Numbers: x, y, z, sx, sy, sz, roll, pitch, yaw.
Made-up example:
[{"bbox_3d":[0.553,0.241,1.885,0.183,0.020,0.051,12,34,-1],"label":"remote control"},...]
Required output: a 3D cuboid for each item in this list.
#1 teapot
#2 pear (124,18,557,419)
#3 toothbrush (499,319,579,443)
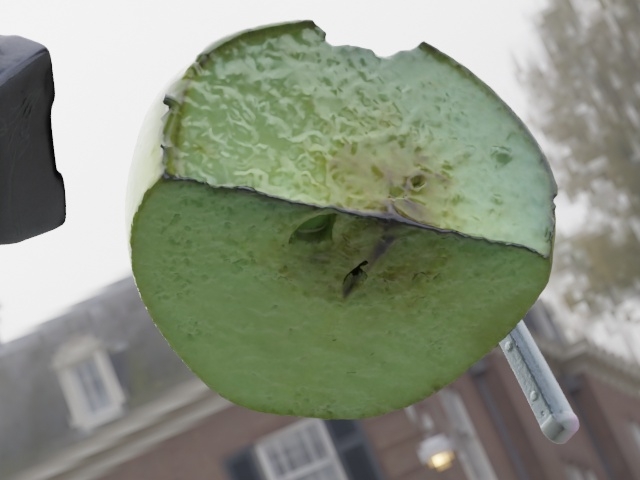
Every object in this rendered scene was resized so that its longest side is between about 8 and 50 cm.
[{"bbox_3d":[-0.211,-0.051,1.127,0.096,0.087,0.177,-39,-40,-44],"label":"teapot"},{"bbox_3d":[0.000,0.000,1.339,0.292,0.159,0.292,0,-45,0],"label":"pear"},{"bbox_3d":[0.115,0.012,1.479,0.030,0.342,0.025,8,-47,-34],"label":"toothbrush"}]
